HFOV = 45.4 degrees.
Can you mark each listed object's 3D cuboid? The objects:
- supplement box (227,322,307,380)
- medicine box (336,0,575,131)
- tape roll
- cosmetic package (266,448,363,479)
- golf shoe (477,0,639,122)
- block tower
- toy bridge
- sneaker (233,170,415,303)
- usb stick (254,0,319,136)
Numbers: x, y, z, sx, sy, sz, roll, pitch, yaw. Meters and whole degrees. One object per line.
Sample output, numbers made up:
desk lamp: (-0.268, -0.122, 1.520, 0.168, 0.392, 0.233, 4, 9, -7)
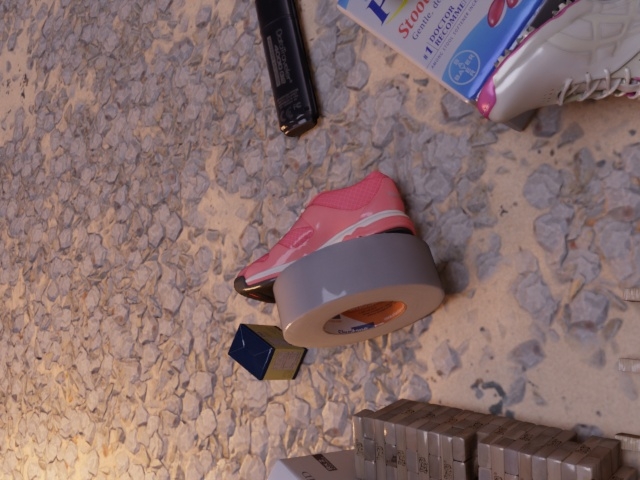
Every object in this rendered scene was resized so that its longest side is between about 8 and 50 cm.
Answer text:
supplement box: (-0.083, 0.174, 1.197, 0.083, 0.083, 0.056, 32, 103, 39)
medicine box: (0.209, -0.336, 0.995, 0.289, 0.149, 0.263, 46, 112, 35)
tape roll: (0.050, 0.071, 1.014, 0.219, 0.219, 0.072, -30, 63, 33)
cosmetic package: (0.019, 0.386, 1.008, 0.151, 0.183, 0.151, 35, 105, 38)
golf shoe: (0.321, -0.204, 0.842, 0.306, 0.115, 0.140, -32, 74, -2)
block tower: (0.197, 0.267, 0.923, 0.335, 0.097, 0.091, 2, 99, 40)
toy bridge: (0.368, 0.142, 0.856, 0.063, 0.026, 0.188, 1, 83, 40)
sneaker: (0.001, 0.000, 1.159, 0.314, 0.116, 0.136, -25, 56, 28)
usb stick: (-0.058, -0.308, 1.287, 0.077, 0.045, 0.278, -22, 68, 28)
